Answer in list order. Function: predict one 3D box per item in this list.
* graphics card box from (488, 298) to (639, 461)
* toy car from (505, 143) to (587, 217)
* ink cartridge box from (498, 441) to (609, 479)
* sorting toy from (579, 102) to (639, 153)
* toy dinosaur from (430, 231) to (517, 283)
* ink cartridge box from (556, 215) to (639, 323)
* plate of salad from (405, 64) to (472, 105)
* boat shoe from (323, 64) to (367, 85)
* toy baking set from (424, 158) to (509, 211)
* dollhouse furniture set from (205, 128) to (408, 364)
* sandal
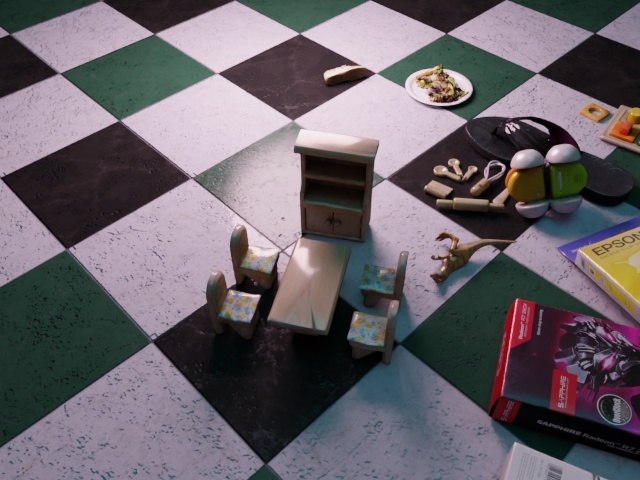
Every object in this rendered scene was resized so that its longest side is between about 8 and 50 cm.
[{"bbox_3d":[0.515,0.259,1.103,0.371,0.094,0.232,15,48,13],"label":"graphics card box"},{"bbox_3d":[0.534,-0.146,1.451,0.182,0.159,0.136,-9,14,8],"label":"toy car"},{"bbox_3d":[0.380,0.439,0.935,0.220,0.092,0.160,20,51,18],"label":"ink cartridge box"},{"bbox_3d":[0.881,-0.304,1.654,0.348,0.047,0.196,29,54,25],"label":"sorting toy"},{"bbox_3d":[0.316,0.025,1.358,0.212,0.064,0.112,-32,72,-15],"label":"toy dinosaur"},{"bbox_3d":[0.709,0.023,1.256,0.304,0.072,0.307,-21,37,-4],"label":"ink cartridge box"},{"bbox_3d":[0.355,-0.468,1.814,0.200,0.048,0.199,0,47,0],"label":"plate of salad"},{"bbox_3d":[0.075,-0.515,1.860,0.136,0.050,0.045,-15,54,-13],"label":"boat shoe"},{"bbox_3d":[0.391,-0.142,1.521,0.256,0.030,0.196,7,47,8],"label":"toy baking set"},{"bbox_3d":[0.000,0.000,1.240,0.362,0.256,0.394,9,48,10],"label":"dollhouse furniture set"},{"bbox_3d":[0.587,-0.242,1.559,0.446,0.107,0.167,29,54,24],"label":"sandal"}]
